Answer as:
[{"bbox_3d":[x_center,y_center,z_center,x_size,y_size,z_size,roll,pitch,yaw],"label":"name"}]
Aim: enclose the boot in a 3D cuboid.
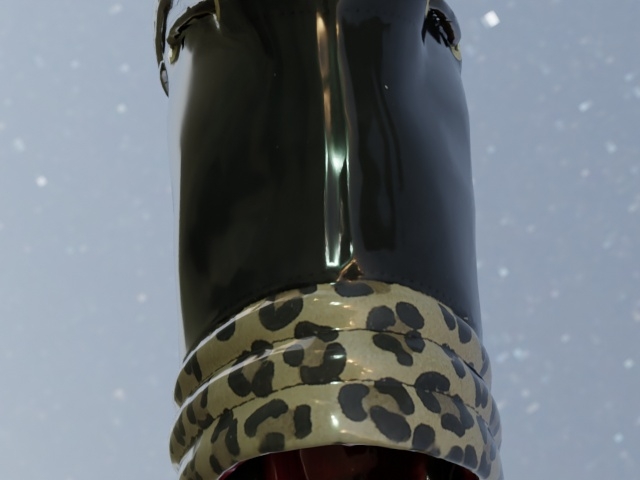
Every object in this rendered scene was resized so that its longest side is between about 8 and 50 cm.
[{"bbox_3d":[0.000,0.000,0.796,0.377,0.138,0.284,100,-12,-67],"label":"boot"}]
